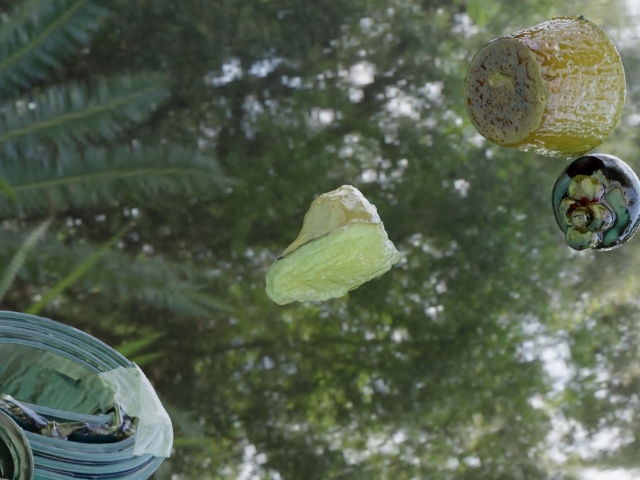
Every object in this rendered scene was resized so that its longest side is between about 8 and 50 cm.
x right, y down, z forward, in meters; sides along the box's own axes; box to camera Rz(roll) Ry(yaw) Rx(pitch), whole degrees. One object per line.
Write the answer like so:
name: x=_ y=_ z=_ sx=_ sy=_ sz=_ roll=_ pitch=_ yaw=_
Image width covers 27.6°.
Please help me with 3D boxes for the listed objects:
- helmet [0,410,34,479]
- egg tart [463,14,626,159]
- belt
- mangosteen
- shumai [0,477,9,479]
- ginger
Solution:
helmet: x=-0.413 y=0.273 z=1.523 sx=0.153 sy=0.177 sz=0.107 roll=55 pitch=-1 yaw=5
egg tart: x=0.295 y=-0.209 z=1.772 sx=0.203 sy=0.147 sz=0.202 roll=7 pitch=-80 yaw=48
belt: x=-0.451 y=0.275 z=2.043 sx=0.173 sy=0.437 sz=0.300 roll=-45 pitch=-145 yaw=34
mangosteen: x=0.376 y=-0.047 z=1.796 sx=0.137 sy=0.151 sz=0.137 roll=13 pitch=-65 yaw=28
shumai: x=-0.331 y=0.278 z=1.116 sx=0.189 sy=0.256 sz=0.218 roll=52 pitch=-41 yaw=-1
ginger: x=-0.003 y=0.003 z=1.839 sx=0.122 sy=0.193 sz=0.115 roll=65 pitch=1 yaw=37
